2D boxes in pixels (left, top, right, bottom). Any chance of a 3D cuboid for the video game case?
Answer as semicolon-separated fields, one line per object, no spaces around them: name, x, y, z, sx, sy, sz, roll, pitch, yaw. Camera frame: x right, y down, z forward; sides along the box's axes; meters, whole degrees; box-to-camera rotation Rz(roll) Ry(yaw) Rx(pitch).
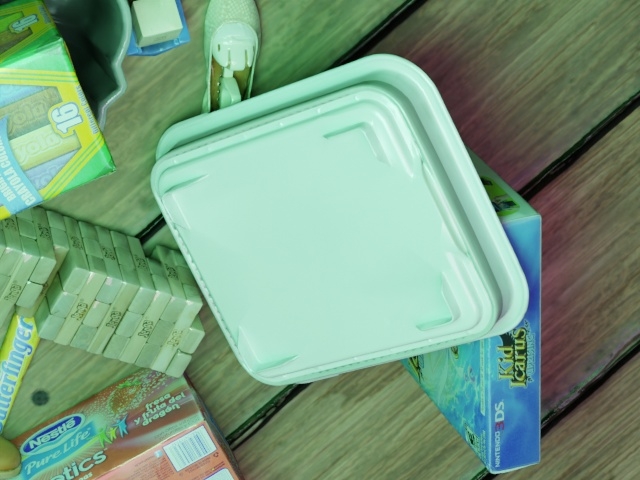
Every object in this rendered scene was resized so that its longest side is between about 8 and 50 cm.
video game case;0.138;0.050;1.875;0.061;0.244;0.269;-11;118;-15

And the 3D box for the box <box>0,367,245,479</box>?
box;-0.230;0.267;1.918;0.300;0.142;0.154;-29;120;-3

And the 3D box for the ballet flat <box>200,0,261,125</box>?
ballet flat;-0.081;-0.156;1.811;0.057;0.052;0.168;-4;116;-17

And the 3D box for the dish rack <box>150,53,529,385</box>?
dish rack;0.000;0.000;1.760;0.333;0.072;0.285;-17;105;36

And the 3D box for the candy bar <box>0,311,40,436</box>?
candy bar;-0.305;0.129;1.897;0.040;0.018;0.161;16;108;-25

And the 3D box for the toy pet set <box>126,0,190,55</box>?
toy pet set;-0.153;-0.232;1.759;0.122;0.065;0.114;-15;84;-15

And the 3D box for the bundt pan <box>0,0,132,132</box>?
bundt pan;-0.335;-0.185;1.670;0.331;0.124;0.331;-7;116;-15

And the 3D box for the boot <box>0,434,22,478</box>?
boot;-0.349;0.133;1.840;0.197;0.073;0.152;27;99;-16

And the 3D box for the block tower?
block tower;-0.271;0.029;1.812;0.335;0.097;0.091;17;117;-27

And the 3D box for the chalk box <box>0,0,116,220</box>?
chalk box;-0.298;-0.093;1.581;0.213;0.132;0.132;-23;121;-8
